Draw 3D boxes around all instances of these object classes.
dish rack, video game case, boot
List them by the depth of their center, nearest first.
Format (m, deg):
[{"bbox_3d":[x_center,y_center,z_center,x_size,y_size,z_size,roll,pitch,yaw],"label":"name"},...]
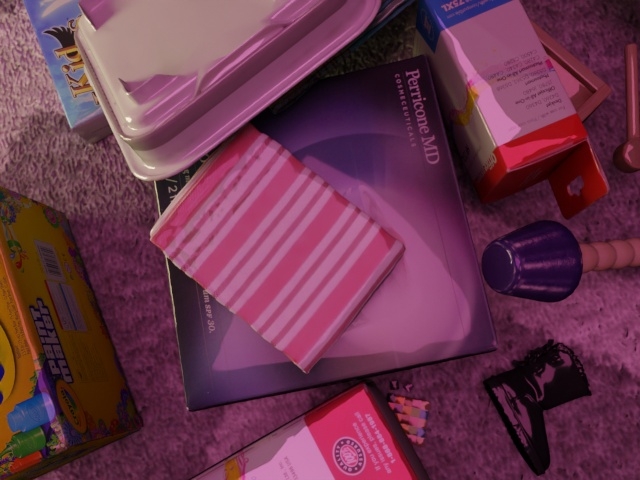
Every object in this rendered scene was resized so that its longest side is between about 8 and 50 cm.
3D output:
[{"bbox_3d":[-0.124,-0.232,0.650,0.285,0.072,0.333,-37,47,0],"label":"dish rack"},{"bbox_3d":[0.243,0.176,0.692,0.099,0.045,0.121,-25,79,-4],"label":"boot"},{"bbox_3d":[-0.242,-0.297,0.827,0.244,0.061,0.270,-25,78,3],"label":"video game case"}]

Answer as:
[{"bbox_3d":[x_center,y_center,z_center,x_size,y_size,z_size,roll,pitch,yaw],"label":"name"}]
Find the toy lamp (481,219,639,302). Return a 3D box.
[{"bbox_3d":[0.277,0.013,0.632,0.274,0.080,0.080,-6,77,-28],"label":"toy lamp"}]

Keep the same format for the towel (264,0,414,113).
[{"bbox_3d":[0.035,-0.303,0.682,0.370,0.040,0.271,-40,45,-2],"label":"towel"}]

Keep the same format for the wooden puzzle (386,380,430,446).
[{"bbox_3d":[0.095,0.199,0.722,0.049,0.006,0.083,11,82,9],"label":"wooden puzzle"}]

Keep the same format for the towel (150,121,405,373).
[{"bbox_3d":[-0.040,0.002,0.581,0.197,0.029,0.144,39,87,9],"label":"towel"}]

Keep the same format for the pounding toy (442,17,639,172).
[{"bbox_3d":[0.268,-0.141,0.720,0.181,0.094,0.206,-44,80,-3],"label":"pounding toy"}]

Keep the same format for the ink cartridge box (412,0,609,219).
[{"bbox_3d":[0.169,-0.122,0.609,0.078,0.134,0.231,-22,79,2],"label":"ink cartridge box"}]

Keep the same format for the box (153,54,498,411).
[{"bbox_3d":[0.000,0.000,0.683,0.293,0.183,0.296,-12,79,3],"label":"box"}]

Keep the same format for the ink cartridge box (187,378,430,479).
[{"bbox_3d":[-0.027,0.311,0.651,0.306,0.131,0.226,-30,78,4],"label":"ink cartridge box"}]

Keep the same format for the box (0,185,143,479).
[{"bbox_3d":[-0.399,0.136,0.708,0.279,0.177,0.290,-26,78,3],"label":"box"}]
